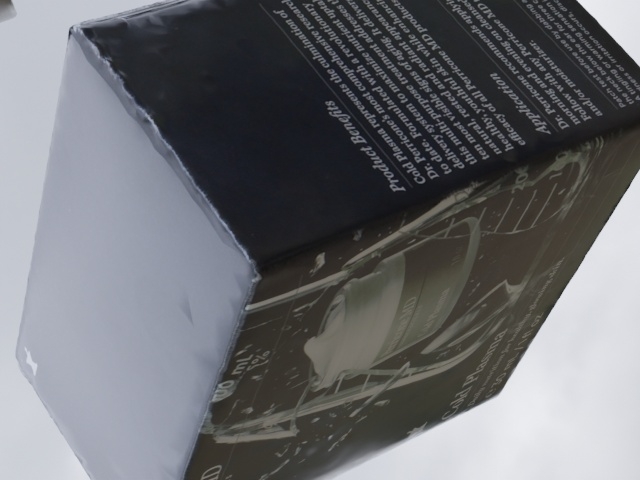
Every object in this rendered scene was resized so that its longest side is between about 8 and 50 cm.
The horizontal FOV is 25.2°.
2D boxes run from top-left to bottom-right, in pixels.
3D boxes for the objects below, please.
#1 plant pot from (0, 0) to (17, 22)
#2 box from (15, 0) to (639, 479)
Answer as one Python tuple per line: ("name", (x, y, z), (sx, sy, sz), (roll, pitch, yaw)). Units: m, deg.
("plant pot", (-0.514, -0.329, 1.506), (0.280, 0.323, 0.323), (-25, -48, -7))
("box", (0.000, 0.000, 1.368), (0.471, 0.297, 0.480), (-20, -30, -31))
